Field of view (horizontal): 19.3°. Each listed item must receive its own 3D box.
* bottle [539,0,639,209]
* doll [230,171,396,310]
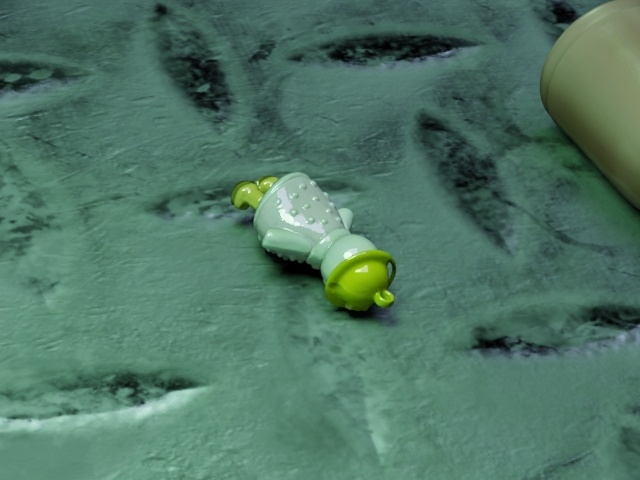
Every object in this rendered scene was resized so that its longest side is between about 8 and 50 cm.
[{"bbox_3d":[0.389,-0.111,2.019,0.206,0.173,0.297,22,23,-45],"label":"bottle"},{"bbox_3d":[0.000,0.000,1.855,0.129,0.081,0.207,-15,47,-46],"label":"doll"}]
